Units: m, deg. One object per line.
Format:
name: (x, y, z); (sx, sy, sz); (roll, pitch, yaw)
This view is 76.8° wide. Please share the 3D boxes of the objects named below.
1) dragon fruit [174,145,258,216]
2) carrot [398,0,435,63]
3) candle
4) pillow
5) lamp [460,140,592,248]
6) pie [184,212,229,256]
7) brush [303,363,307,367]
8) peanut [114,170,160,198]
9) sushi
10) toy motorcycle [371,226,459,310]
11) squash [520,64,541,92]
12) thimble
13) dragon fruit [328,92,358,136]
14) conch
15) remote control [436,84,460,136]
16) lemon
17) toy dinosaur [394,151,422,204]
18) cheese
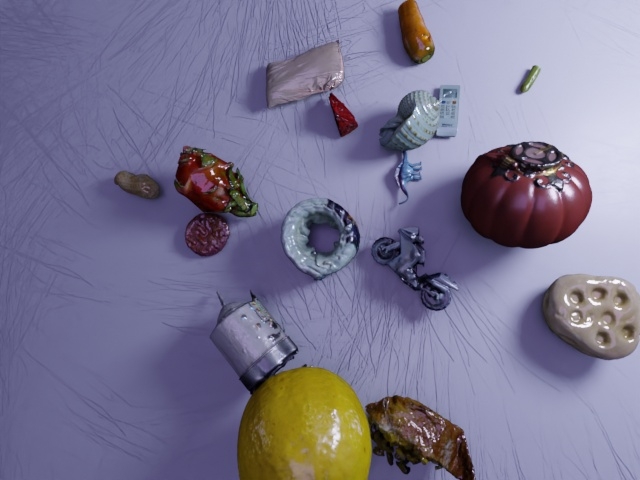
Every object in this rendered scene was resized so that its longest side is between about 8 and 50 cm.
dragon fruit: (-0.313, -0.178, 1.236); (0.270, 0.198, 0.200); (15, 129, 14)
carrot: (0.286, -0.637, 1.237); (0.087, 0.087, 0.193); (-20, 79, 8)
candle: (-0.219, 0.266, 1.174); (0.187, 0.187, 0.330); (-43, 76, 3)
pillow: (-0.055, -0.535, 1.295); (0.271, 0.067, 0.173); (-13, 76, 8)
lamp: (0.518, -0.117, 1.037); (0.304, 0.256, 0.302); (-4, 45, 4)
pie: (-0.367, -0.022, 1.307); (0.155, 0.036, 0.154); (-1, 83, 9)
brush: (-0.059, 0.408, 1.212); (0.024, 0.008, 0.083); (25, 89, 16)
peanut: (-0.613, -0.190, 1.353); (0.175, 0.080, 0.080); (19, 87, 14)
sushi: (0.252, 0.527, 1.072); (0.297, 0.166, 0.179); (29, 69, 4)
toy motorcycle: (0.277, 0.066, 1.144); (0.270, 0.106, 0.159); (42, 98, 16)
squash: (0.613, -0.469, 1.183); (0.028, 0.027, 0.083); (30, 91, 12)
thimble: (0.000, 0.000, 1.179); (0.238, 0.150, 0.236); (-1, 84, 10)
dragon fruit: (0.070, -0.402, 1.259); (0.063, 0.097, 0.131); (-18, 61, 5)
conch: (0.269, -0.334, 1.177); (0.131, 0.200, 0.172); (19, 57, -16)
remote control: (0.384, -0.389, 1.216); (0.061, 0.029, 0.161); (6, 80, 9)
lemon: (-0.037, 0.525, 0.992); (0.365, 0.364, 0.363); (-1, 83, 10)
toy dinosaur: (0.262, -0.200, 1.209); (0.081, 0.045, 0.197); (2, 75, 18)
cheese: (0.703, 0.186, 1.043); (0.218, 0.117, 0.235); (-32, 78, 4)
